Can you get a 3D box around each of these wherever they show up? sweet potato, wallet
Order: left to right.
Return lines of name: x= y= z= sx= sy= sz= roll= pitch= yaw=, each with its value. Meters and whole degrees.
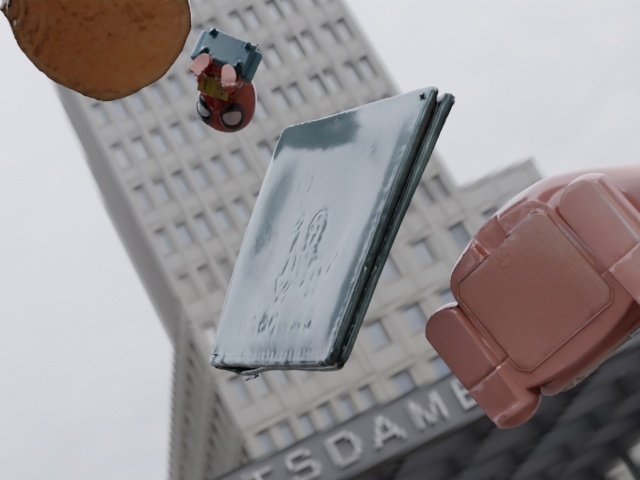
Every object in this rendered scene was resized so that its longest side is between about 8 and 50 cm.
sweet potato: x=-0.185 y=-0.201 z=1.087 sx=0.131 sy=0.336 sz=0.131 roll=-5 pitch=-69 yaw=-14
wallet: x=0.001 y=0.001 z=1.229 sx=0.054 sy=0.251 sz=0.290 roll=24 pitch=-13 yaw=-23

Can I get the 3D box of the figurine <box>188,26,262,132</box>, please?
figurine: x=-0.097 y=-0.160 z=1.426 sx=0.140 sy=0.068 sz=0.075 roll=95 pitch=-164 yaw=-70

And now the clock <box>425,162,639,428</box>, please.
clock: x=0.227 y=0.017 z=1.153 sx=0.241 sy=0.142 sz=0.227 roll=-19 pitch=-22 yaw=-50
